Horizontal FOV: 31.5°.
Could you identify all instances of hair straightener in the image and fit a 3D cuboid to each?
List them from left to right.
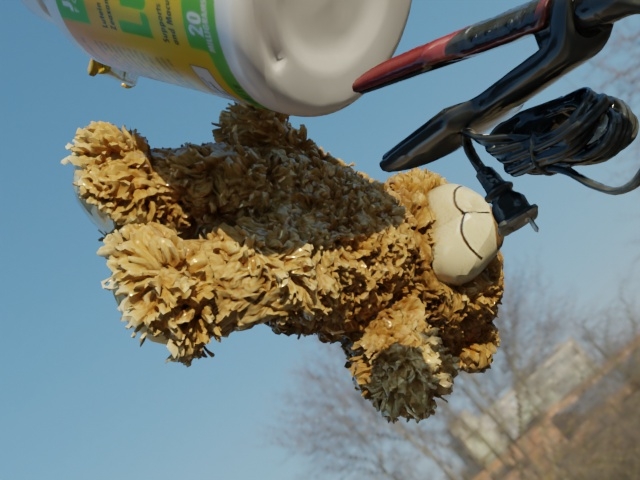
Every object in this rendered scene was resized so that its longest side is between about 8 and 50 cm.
[{"bbox_3d":[0.083,-0.048,0.446,0.047,0.089,0.230,-20,4,-23],"label":"hair straightener"}]

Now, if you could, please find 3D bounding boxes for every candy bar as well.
[{"bbox_3d":[-0.179,-0.158,1.004,0.161,0.018,0.040,-73,1,-87],"label":"candy bar"}]

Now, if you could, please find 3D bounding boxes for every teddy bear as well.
[{"bbox_3d":[0.000,0.000,0.719,0.338,0.245,0.113,18,-61,-24],"label":"teddy bear"}]

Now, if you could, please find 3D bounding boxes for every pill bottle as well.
[{"bbox_3d":[-0.079,-0.160,0.664,0.136,0.245,0.136,-20,-61,-41],"label":"pill bottle"}]
